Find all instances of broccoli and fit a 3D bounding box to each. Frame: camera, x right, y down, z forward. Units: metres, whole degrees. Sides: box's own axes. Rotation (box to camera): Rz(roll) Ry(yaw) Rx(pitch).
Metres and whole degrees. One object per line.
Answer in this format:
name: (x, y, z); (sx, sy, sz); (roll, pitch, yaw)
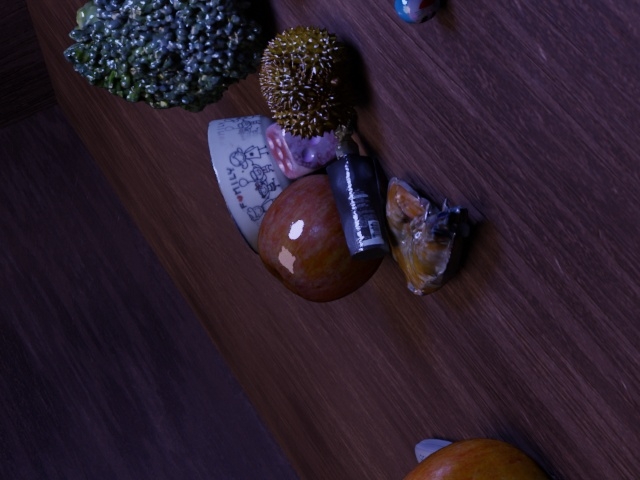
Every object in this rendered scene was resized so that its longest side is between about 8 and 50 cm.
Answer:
broccoli: (-0.255, -0.356, 1.825); (0.334, 0.324, 0.272); (96, 155, -43)

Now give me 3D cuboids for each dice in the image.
dice: (-0.023, -0.151, 1.777); (0.091, 0.093, 0.094); (65, 164, -9)

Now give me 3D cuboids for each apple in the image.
apple: (0.000, 0.000, 1.760); (0.188, 0.174, 0.188); (42, 169, 10)
apple: (0.213, 0.444, 1.687); (0.299, 0.275, 0.299); (159, 90, -75)

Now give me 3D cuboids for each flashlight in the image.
flashlight: (0.100, -0.295, 1.262); (0.051, 0.051, 0.129); (44, 153, 48)

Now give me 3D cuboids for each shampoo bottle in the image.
shampoo bottle: (0.052, -0.076, 1.664); (0.063, 0.057, 0.208); (-33, 63, 47)

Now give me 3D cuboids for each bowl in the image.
bowl: (-0.083, -0.106, 1.905); (0.238, 0.126, 0.238); (-21, -90, -82)

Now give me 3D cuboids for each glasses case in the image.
glasses case: (0.211, 0.378, 1.967); (0.076, 0.049, 0.197); (63, 164, -3)

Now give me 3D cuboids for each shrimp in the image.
shrimp: (0.136, -0.020, 1.560); (0.164, 0.062, 0.317); (62, 167, 9)

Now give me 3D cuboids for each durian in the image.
durian: (-0.019, -0.217, 1.605); (0.168, 0.137, 0.158); (16, 111, 57)
